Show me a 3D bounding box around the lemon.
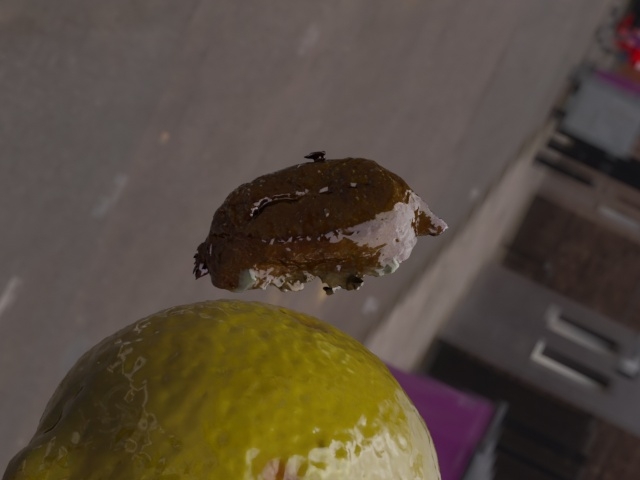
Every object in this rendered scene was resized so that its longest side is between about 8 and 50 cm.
[{"bbox_3d":[-0.054,0.148,1.058,0.253,0.228,0.228,17,101,-49],"label":"lemon"}]

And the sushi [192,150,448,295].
[{"bbox_3d":[0.000,-0.003,0.859,0.060,0.118,0.061,83,10,-51],"label":"sushi"}]
